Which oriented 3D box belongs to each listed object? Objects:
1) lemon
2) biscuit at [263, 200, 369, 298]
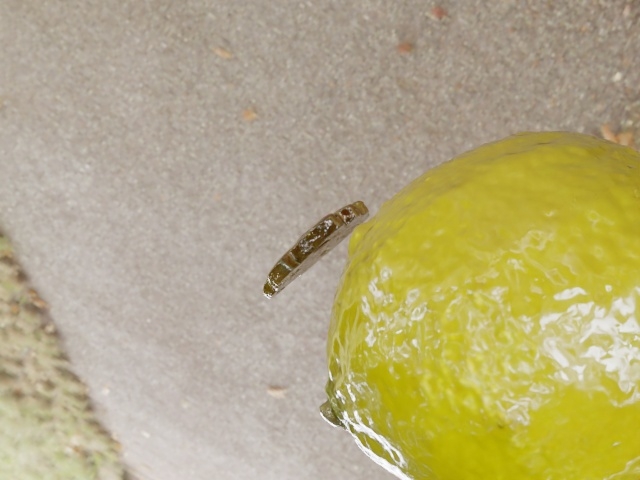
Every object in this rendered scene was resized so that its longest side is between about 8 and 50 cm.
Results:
[{"bbox_3d":[0.106,0.045,0.462,0.192,0.231,0.192,61,-176,-6],"label":"lemon"},{"bbox_3d":[0.000,0.000,0.774,0.019,0.130,0.119,49,132,6],"label":"biscuit"}]
